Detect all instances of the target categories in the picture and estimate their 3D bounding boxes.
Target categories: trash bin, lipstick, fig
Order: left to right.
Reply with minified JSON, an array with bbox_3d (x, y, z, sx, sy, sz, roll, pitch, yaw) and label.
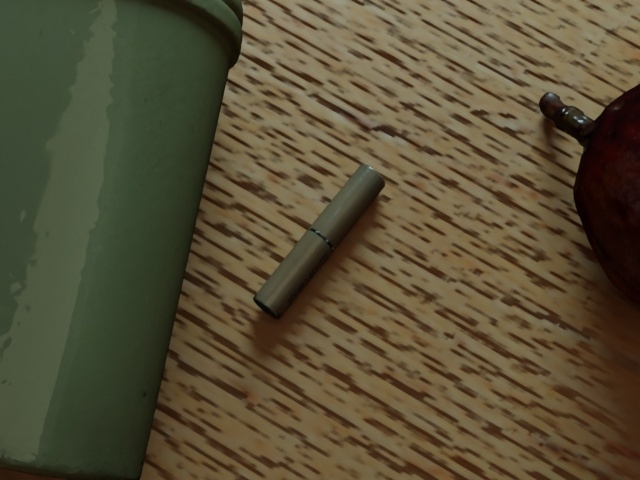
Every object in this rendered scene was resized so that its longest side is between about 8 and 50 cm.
[{"bbox_3d":[-0.176,-0.023,0.502,0.243,0.121,0.247,10,76,0],"label":"trash bin"},{"bbox_3d":[0.000,0.000,0.553,0.019,0.019,0.094,37,77,8],"label":"lipstick"},{"bbox_3d":[0.185,-0.039,0.523,0.128,0.128,0.150,-15,70,-7],"label":"fig"}]
